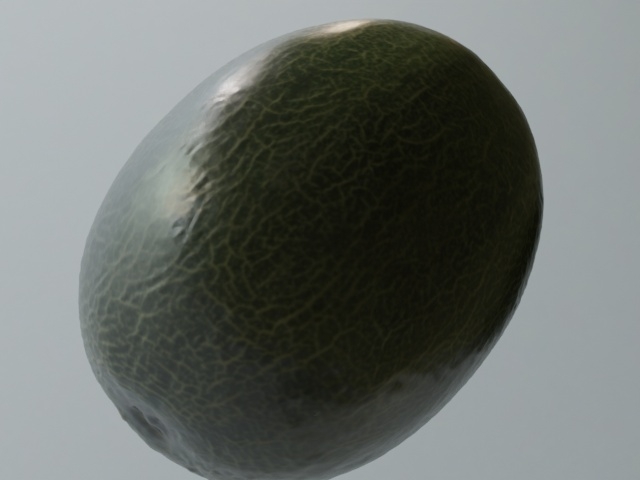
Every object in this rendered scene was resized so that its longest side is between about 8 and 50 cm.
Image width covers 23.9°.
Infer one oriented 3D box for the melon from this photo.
[{"bbox_3d":[0.000,0.000,0.887,0.237,0.237,0.301,44,-114,-2],"label":"melon"}]
